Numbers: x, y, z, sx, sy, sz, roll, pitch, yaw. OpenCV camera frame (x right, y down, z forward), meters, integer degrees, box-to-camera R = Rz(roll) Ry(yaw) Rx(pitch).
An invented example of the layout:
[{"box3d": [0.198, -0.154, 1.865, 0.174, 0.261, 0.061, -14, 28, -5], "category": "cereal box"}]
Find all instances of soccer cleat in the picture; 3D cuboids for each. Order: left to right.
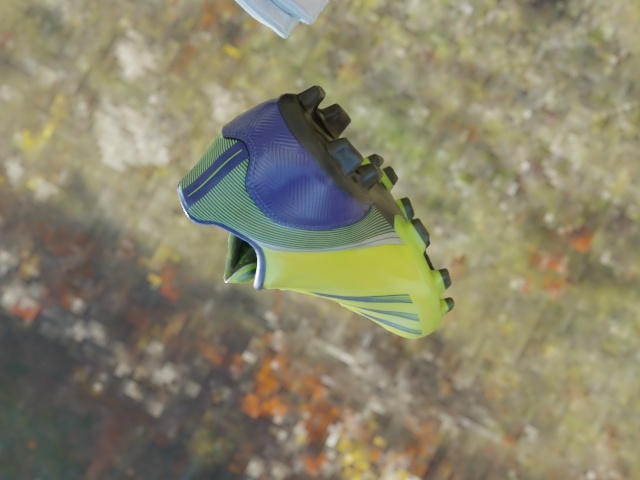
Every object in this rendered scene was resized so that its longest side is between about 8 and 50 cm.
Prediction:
[{"box3d": [-0.001, -0.001, 1.187, 0.093, 0.121, 0.289, 62, -173, 30], "category": "soccer cleat"}]

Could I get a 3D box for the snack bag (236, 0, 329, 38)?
[{"box3d": [-0.048, -0.357, 1.199, 0.342, 0.323, 0.037, 41, 166, -11], "category": "snack bag"}]
